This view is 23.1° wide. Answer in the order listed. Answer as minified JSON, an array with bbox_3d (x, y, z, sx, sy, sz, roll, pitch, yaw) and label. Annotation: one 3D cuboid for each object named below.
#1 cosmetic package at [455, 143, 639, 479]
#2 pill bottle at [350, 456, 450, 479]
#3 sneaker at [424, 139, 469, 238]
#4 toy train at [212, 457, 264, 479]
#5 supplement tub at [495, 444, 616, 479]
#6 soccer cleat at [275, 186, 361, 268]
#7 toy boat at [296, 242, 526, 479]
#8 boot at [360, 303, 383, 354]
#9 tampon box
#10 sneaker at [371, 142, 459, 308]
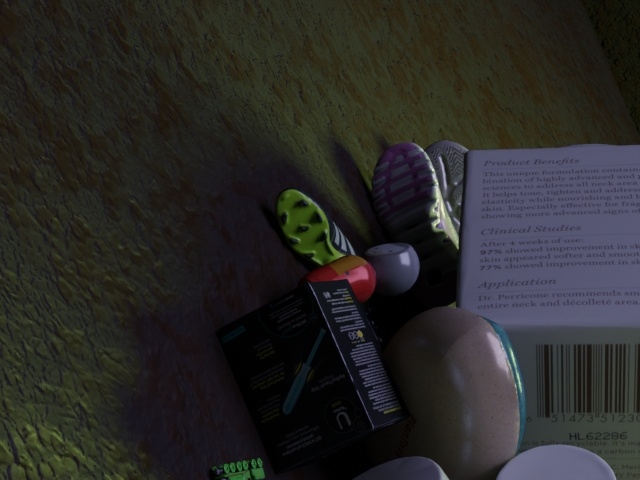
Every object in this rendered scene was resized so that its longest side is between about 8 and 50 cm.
[{"bbox_3d":[0.342,0.114,1.954,0.393,0.329,0.327,-78,164,-55],"label":"cosmetic package"},{"bbox_3d":[0.146,0.412,1.461,0.407,0.229,0.229,56,23,-16],"label":"pill bottle"},{"bbox_3d":[0.252,-0.009,2.372,0.321,0.125,0.180,58,8,-1],"label":"sneaker"},{"bbox_3d":[-0.077,0.221,1.477,0.083,0.017,0.023,5,70,-65],"label":"toy train"},{"bbox_3d":[0.246,0.321,1.592,0.144,0.144,0.199,-86,167,-53],"label":"supplement tub"},{"bbox_3d":[0.000,0.000,1.866,0.179,0.060,0.072,50,6,-29],"label":"soccer cleat"},{"bbox_3d":[0.113,0.128,1.683,0.148,0.267,0.318,-18,57,-32],"label":"toy boat"},{"bbox_3d":[0.043,0.120,1.824,0.099,0.045,0.121,66,15,6],"label":"boot"},{"bbox_3d":[-0.006,0.136,1.591,0.101,0.120,0.161,-2,66,-65],"label":"tampon box"},{"bbox_3d":[0.143,-0.019,2.159,0.104,0.095,0.236,9,62,-69],"label":"sneaker"}]
